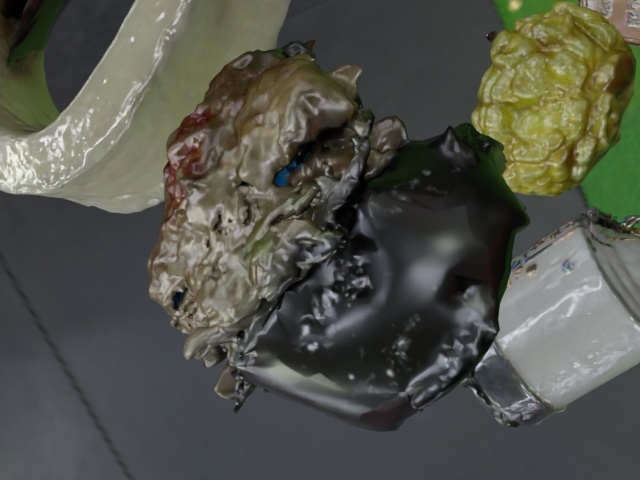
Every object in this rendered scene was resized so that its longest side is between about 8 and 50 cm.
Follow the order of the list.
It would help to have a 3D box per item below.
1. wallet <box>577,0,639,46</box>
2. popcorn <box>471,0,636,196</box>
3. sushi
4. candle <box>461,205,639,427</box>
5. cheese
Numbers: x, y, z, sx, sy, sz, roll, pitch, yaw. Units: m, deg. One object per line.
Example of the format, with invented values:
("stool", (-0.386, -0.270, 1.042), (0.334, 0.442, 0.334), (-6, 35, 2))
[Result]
("wallet", (0.413, -0.324, 1.705), (0.161, 0.042, 0.195), (11, 146, 17))
("popcorn", (0.256, -0.156, 1.482), (0.169, 0.189, 0.218), (23, 103, 13))
("sushi", (-0.005, -0.003, 0.845), (0.219, 0.238, 0.225), (32, 170, -11))
("candle", (0.307, 0.066, 1.512), (0.330, 0.187, 0.187), (-36, 98, 23))
("cheese", (-0.195, -0.197, 1.145), (0.332, 0.153, 0.292), (-48, 64, 16))
